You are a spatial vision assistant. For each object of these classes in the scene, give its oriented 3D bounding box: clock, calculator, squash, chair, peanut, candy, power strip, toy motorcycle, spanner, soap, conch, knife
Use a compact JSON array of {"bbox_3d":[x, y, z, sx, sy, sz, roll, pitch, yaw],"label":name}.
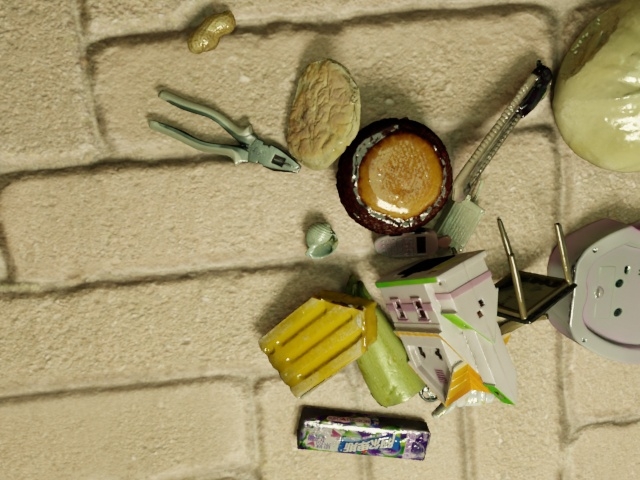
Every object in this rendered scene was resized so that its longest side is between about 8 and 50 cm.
[{"bbox_3d":[0.274,0.192,1.058,0.166,0.235,0.310,-23,93,-26],"label":"clock"},{"bbox_3d":[0.199,0.005,1.115,0.165,0.103,0.024,-4,56,10],"label":"calculator"},{"bbox_3d":[0.110,0.219,1.152,0.137,0.137,0.287,-32,89,2],"label":"squash"},{"bbox_3d":[0.426,0.110,1.099,0.188,0.166,0.272,-28,109,-26],"label":"chair"},{"bbox_3d":[-0.218,-0.415,1.026,0.113,0.054,0.054,-40,101,3],"label":"peanut"},{"bbox_3d":[0.100,0.456,1.209,0.312,0.061,0.088,8,103,-6],"label":"candy"},{"bbox_3d":[0.689,0.113,1.168,0.338,0.102,0.339,-1,101,-5],"label":"clock"},{"bbox_3d":[0.314,-0.059,1.135,0.075,0.042,0.175,28,99,-9],"label":"power strip"},{"bbox_3d":[0.342,0.328,1.198,0.228,0.074,0.151,-35,96,-7],"label":"toy motorcycle"},{"bbox_3d":[-0.191,-0.212,1.071,0.324,0.040,0.096,23,99,-7],"label":"spanner"},{"bbox_3d":[0.006,0.201,1.089,0.257,0.080,0.160,-41,81,22],"label":"soap"},{"bbox_3d":[0.000,-0.004,1.118,0.076,0.057,0.085,24,129,-25],"label":"conch"},{"bbox_3d":[0.379,-0.221,1.051,0.365,0.043,0.089,-52,131,-10],"label":"knife"}]

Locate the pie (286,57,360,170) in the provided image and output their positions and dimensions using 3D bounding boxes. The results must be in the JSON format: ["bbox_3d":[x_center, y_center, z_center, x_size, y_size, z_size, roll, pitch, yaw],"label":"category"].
[{"bbox_3d":[0.006,-0.246,1.017,0.052,0.185,0.218,5,104,-41],"label":"pie"}]

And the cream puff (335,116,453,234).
[{"bbox_3d":[0.145,-0.130,1.048,0.239,0.165,0.239,-1,101,-5],"label":"cream puff"}]

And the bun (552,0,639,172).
[{"bbox_3d":[0.674,-0.313,1.036,0.364,0.202,0.364,-1,103,-5],"label":"bun"}]
